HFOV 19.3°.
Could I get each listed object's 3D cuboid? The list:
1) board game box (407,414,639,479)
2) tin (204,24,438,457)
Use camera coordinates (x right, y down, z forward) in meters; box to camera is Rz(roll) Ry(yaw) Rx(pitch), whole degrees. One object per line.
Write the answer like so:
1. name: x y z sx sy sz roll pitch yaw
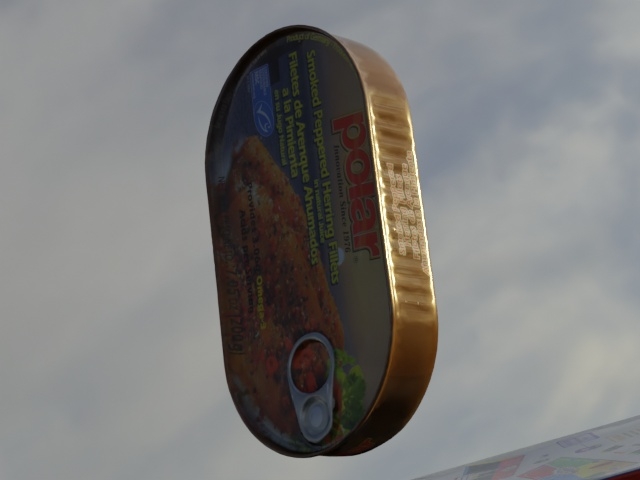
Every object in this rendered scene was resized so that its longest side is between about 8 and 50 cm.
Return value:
1. board game box: 0.152 0.166 1.152 0.316 0.064 0.242 -15 -1 -1
2. tin: 0.000 0.000 0.812 0.040 0.190 0.106 7 -20 -39
